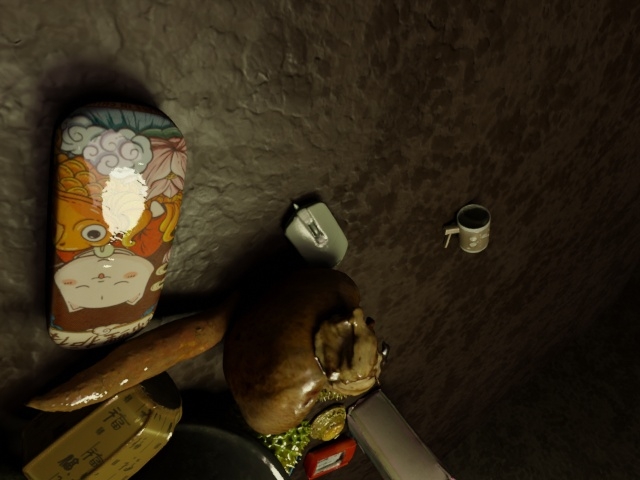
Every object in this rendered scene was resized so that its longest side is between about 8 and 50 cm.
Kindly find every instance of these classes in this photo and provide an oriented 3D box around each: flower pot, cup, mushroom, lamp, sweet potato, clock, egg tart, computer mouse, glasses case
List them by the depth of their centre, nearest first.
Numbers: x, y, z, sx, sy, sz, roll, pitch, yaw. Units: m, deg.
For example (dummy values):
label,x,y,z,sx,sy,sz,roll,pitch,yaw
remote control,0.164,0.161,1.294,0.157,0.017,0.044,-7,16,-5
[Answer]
label,x,y,z,sx,sy,sz,roll,pitch,yaw
glasses case,-0.237,0.000,0.459,0.122,0.082,0.321,-6,129,-43
sweet potato,-0.223,0.151,0.554,0.314,0.066,0.072,-21,167,-49
lamp,-0.305,0.263,0.575,0.185,0.161,0.161,-40,140,-9
flower pot,-0.235,0.503,0.631,0.378,0.251,0.380,1,103,4
mushroom,-0.033,0.163,0.639,0.195,0.282,0.264,55,41,-27
computer mouse,0.000,0.000,0.680,0.089,0.056,0.182,-42,139,-9
cup,0.344,-0.016,0.933,0.102,0.074,0.099,-36,139,-9
egg tart,0.028,0.525,1.146,0.130,0.052,0.131,-21,131,-26
clock,0.026,0.682,1.272,0.154,0.061,0.113,-6,127,-32

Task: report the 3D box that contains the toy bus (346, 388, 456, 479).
label,x,y,z,sx,sy,sz,roll,pitch,yaw
toy bus,0.228,0.616,1.136,0.171,0.386,0.163,-36,134,-11

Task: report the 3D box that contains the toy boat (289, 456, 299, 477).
label,x,y,z,sx,sy,sz,roll,pitch,yaw
toy boat,-0.143,0.709,1.162,0.220,0.067,0.291,-39,155,-29

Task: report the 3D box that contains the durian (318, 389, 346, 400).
label,x,y,z,sx,sy,sz,roll,pitch,yaw
durian,0.022,0.311,0.927,0.208,0.102,0.147,17,117,-42

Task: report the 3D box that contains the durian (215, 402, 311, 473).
label,x,y,z,sx,sy,sz,roll,pitch,yaw
durian,-0.134,0.405,0.829,0.236,0.176,0.200,-25,117,-6

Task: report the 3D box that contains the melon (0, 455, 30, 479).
label,x,y,z,sx,sy,sz,roll,pitch,yaw
melon,-0.462,0.412,0.504,0.237,0.237,0.302,-15,136,-30
